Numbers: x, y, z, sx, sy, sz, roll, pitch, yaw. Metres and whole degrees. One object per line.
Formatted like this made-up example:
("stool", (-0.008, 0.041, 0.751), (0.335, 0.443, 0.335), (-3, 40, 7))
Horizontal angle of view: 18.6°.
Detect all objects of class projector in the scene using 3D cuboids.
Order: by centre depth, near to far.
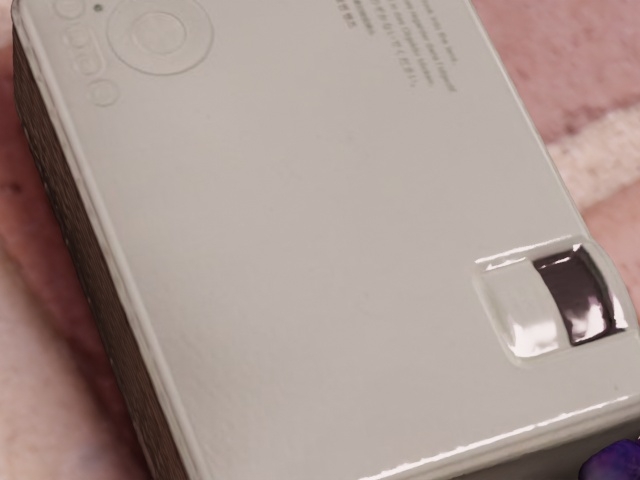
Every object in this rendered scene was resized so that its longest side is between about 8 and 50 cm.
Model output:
("projector", (0.000, 0.000, 0.796), (0.192, 0.099, 0.256), (-16, 64, -16))

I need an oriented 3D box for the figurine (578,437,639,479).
("figurine", (0.227, 0.228, 0.665), (0.421, 0.154, 0.193), (40, 62, 13))
